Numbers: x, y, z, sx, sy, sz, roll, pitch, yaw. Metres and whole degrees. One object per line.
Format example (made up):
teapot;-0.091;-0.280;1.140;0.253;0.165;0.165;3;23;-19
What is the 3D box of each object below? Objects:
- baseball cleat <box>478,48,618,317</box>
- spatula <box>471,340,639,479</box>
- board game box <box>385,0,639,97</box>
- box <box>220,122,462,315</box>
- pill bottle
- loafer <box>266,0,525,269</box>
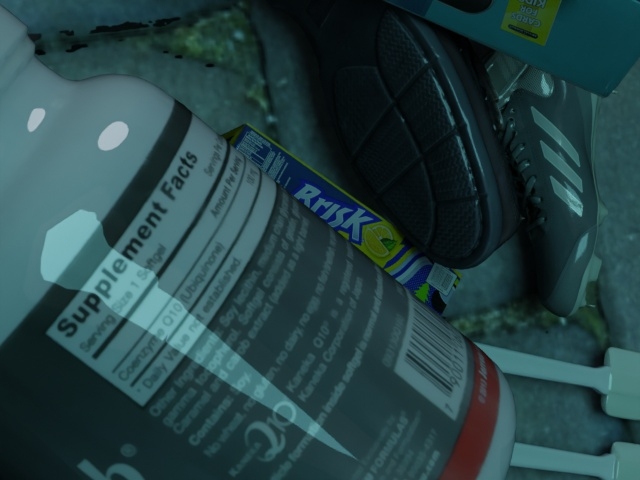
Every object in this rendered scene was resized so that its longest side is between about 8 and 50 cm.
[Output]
baseball cleat;0.138;-0.053;0.919;0.109;0.072;0.206;8;75;-9
spatula;0.158;0.148;0.900;0.242;0.019;0.168;12;82;-34
board game box;0.052;-0.258;0.805;0.336;0.079;0.254;23;54;-4
box;0.000;0.000;0.845;0.169;0.059;0.054;35;72;-16
pill bottle;-0.093;0.046;0.716;0.363;0.210;0.210;39;70;-14
loafer;0.046;-0.129;0.839;0.095;0.109;0.302;-22;77;-39
